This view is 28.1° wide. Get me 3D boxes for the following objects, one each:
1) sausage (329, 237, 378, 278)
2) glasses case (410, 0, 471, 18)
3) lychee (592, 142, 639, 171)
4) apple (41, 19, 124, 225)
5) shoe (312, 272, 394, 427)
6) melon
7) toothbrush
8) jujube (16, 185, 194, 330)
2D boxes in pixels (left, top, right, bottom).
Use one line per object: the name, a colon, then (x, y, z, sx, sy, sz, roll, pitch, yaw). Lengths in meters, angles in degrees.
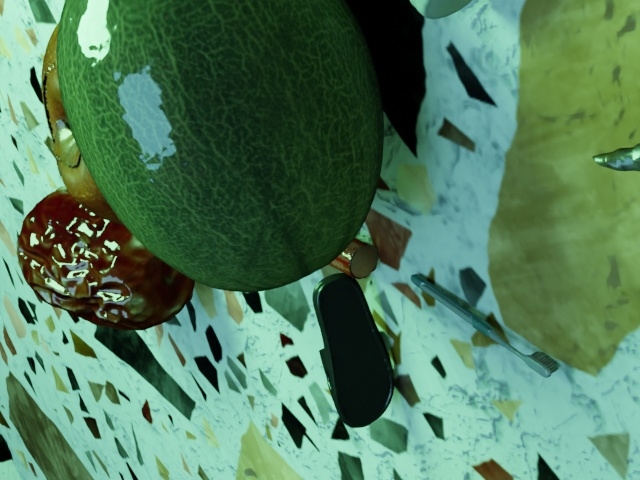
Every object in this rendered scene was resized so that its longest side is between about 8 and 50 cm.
sausage: (0.000, 0.000, 1.173, 0.129, 0.034, 0.034, 26, 134, 48)
glasses case: (0.096, -0.209, 0.811, 0.041, 0.063, 0.164, 46, 148, 23)
lychee: (0.230, -0.040, 0.622, 0.197, 0.165, 0.165, 8, 127, 17)
apple: (-0.170, -0.123, 1.206, 0.210, 0.173, 0.235, -25, 90, 61)
shoe: (0.026, 0.096, 1.190, 0.053, 0.062, 0.159, -131, 24, -62)
melon: (-0.071, -0.104, 0.997, 0.237, 0.237, 0.302, 5, 122, 57)
toothbrush: (0.130, 0.066, 1.037, 0.167, 0.014, 0.011, 36, 143, 44)
jujube: (-0.246, 0.021, 1.482, 0.230, 0.155, 0.155, 16, 127, 43)
